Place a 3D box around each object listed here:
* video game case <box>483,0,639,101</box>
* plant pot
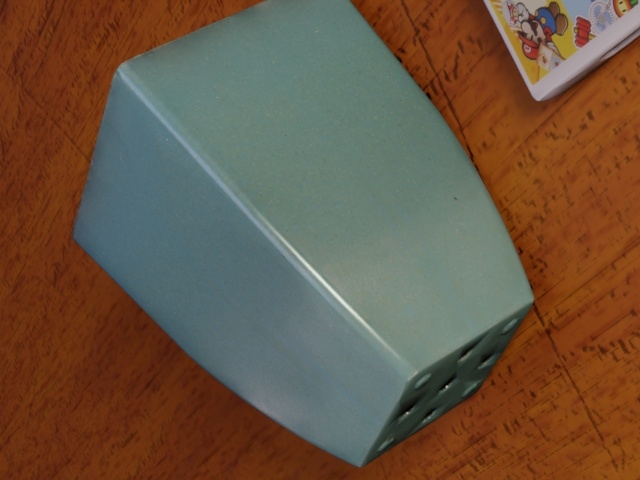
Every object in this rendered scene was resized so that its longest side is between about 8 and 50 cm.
[{"bbox_3d":[0.115,-0.208,0.845,0.227,0.026,0.206,64,149,8],"label":"video game case"},{"bbox_3d":[0.000,0.000,1.025,0.234,0.165,0.166,47,143,20],"label":"plant pot"}]
